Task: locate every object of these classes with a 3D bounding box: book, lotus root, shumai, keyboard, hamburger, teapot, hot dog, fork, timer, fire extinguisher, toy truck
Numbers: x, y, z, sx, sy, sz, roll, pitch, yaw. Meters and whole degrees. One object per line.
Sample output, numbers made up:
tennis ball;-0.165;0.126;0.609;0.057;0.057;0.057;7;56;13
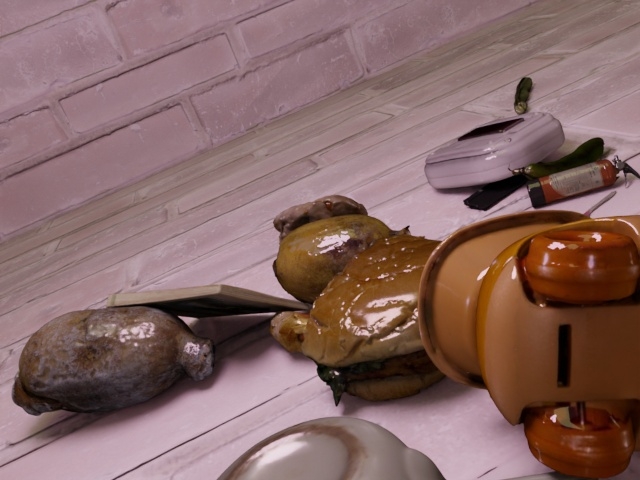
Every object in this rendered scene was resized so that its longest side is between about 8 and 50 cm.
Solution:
book;-0.192;0.107;0.973;0.282;0.025;0.214;-10;-19;38
lotus root;-0.336;0.186;0.930;0.349;0.175;0.175;-12;23;10
shumai;0.000;0.000;1.103;0.201;0.120;0.201;-8;-20;-3
keyboard;0.370;-0.111;1.136;0.195;0.018;0.060;-31;29;-21
hamburger;0.125;0.088;0.757;0.211;0.133;0.308;0;29;48
teapot;0.052;0.237;0.454;0.318;0.149;0.220;-11;18;29
hot dog;-0.033;0.141;0.878;0.078;0.061;0.169;5;-6;-14
fork;0.449;-0.056;0.939;0.115;0.012;0.016;-28;26;-26
timer;0.355;-0.190;1.205;0.237;0.087;0.262;-32;16;-27
lotus root;0.054;0.025;0.963;0.278;0.154;0.154;-9;25;17
fire extinguisher;0.451;-0.102;0.991;0.177;0.050;0.062;-16;64;18
toy truck;0.252;0.076;0.521;0.287;0.205;0.211;-4;9;-6

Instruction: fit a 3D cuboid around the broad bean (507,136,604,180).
broad bean;0.457;-0.148;1.068;0.226;0.039;0.069;-16;55;-21

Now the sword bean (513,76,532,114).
sword bean;0.566;-0.405;1.603;0.043;0.038;0.269;-39;10;35
